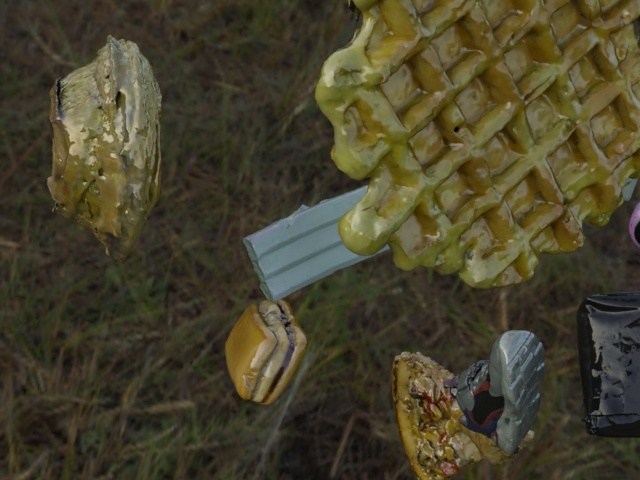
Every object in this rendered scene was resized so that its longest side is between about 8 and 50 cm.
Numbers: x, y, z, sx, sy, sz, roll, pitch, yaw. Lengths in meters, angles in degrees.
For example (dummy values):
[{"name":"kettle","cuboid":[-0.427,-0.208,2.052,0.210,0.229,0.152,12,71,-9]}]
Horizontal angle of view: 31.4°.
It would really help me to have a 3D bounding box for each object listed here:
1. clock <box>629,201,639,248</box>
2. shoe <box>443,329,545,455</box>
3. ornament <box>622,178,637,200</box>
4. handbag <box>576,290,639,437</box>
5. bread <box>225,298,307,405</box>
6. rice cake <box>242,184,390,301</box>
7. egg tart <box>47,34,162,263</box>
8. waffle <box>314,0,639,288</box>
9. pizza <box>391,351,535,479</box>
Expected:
[{"name":"clock","cuboid":[0.469,-0.010,1.182,0.248,0.227,0.090,35,30,6]},{"name":"shoe","cuboid":[0.239,0.197,1.590,0.126,0.227,0.099,23,48,30]},{"name":"ornament","cuboid":[0.379,-0.132,1.819,0.285,0.120,0.130,24,15,-13]},{"name":"handbag","cuboid":[0.511,0.182,1.708,0.247,0.080,0.223,-4,77,12]},{"name":"bread","cuboid":[-0.082,0.151,1.618,0.077,0.116,0.200,23,9,-16]},{"name":"rice cake","cuboid":[0.000,0.000,1.856,0.237,0.127,0.043,-22,8,-10]},{"name":"egg tart","cuboid":[-0.330,-0.136,1.688,0.150,0.352,0.352,0,42,-19]},{"name":"waffle","cuboid":[0.127,-0.120,0.769,0.307,0.311,0.060,-7,19,-33]},{"name":"pizza","cuboid":[0.228,0.353,1.999,0.074,0.251,0.288,-25,43,-38]}]
